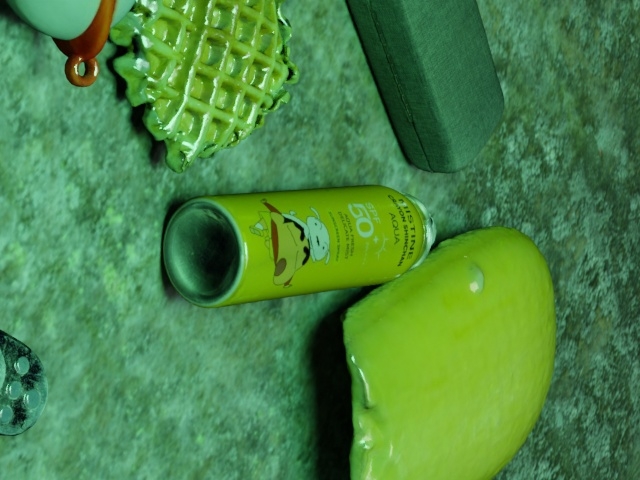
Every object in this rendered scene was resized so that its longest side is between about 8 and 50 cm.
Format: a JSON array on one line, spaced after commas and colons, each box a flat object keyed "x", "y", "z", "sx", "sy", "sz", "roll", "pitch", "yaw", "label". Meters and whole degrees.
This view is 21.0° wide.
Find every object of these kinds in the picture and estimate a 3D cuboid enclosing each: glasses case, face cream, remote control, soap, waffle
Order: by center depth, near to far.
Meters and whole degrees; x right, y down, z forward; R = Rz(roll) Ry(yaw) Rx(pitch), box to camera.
[{"x": -0.321, "y": 0.080, "z": 1.337, "sx": 0.266, "sy": 0.066, "sz": 0.090, "roll": 39, "pitch": 55, "yaw": -45, "label": "remote control"}, {"x": -0.101, "y": -0.184, "z": 1.553, "sx": 0.214, "sy": 0.054, "sz": 0.208, "roll": -39, "pitch": 124, "yaw": -38, "label": "waffle"}, {"x": 0.000, "y": 0.000, "z": 1.692, "sx": 0.349, "sy": 0.105, "sz": 0.105, "roll": -5, "pitch": 103, "yaw": -52, "label": "face cream"}, {"x": 0.107, "y": -0.222, "z": 1.800, "sx": 0.131, "sy": 0.074, "sz": 0.323, "roll": -50, "pitch": 134, "yaw": -32, "label": "glasses case"}, {"x": 0.137, "y": 0.150, "z": 1.903, "sx": 0.427, "sy": 0.115, "sz": 0.306, "roll": -23, "pitch": 113, "yaw": -49, "label": "soap"}]

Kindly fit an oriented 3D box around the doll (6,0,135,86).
[{"x": -0.198, "y": -0.287, "z": 1.357, "sx": 0.200, "sy": 0.105, "sz": 0.336, "roll": -17, "pitch": 111, "yaw": -50, "label": "doll"}]
